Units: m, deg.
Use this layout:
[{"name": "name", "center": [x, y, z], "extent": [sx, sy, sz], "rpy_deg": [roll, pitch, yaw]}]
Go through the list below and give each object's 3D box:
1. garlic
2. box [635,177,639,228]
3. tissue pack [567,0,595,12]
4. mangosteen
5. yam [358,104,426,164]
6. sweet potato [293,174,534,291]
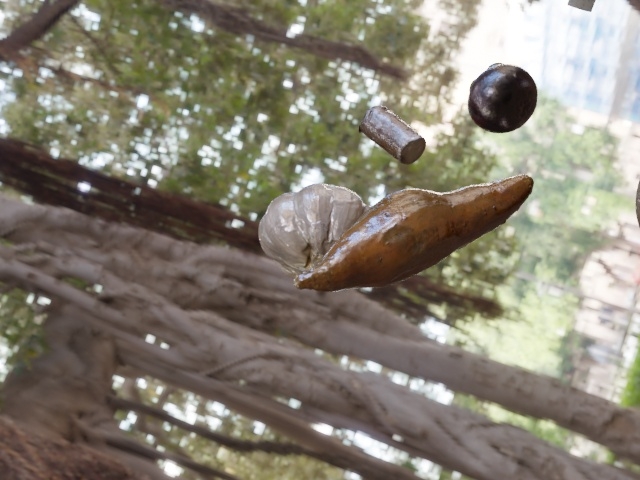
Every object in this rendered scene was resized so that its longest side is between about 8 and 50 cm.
[{"name": "garlic", "center": [0.001, -0.002, 1.852], "extent": [0.228, 0.227, 0.152], "rpy_deg": [83, -172, -53]}, {"name": "box", "center": [0.597, -0.046, 1.337], "extent": [0.216, 0.300, 0.301], "rpy_deg": [-144, 66, -64]}, {"name": "tissue pack", "center": [0.550, -0.521, 2.116], "extent": [0.108, 0.056, 0.023], "rpy_deg": [96, -164, -59]}, {"name": "mangosteen", "center": [0.370, -0.298, 2.121], "extent": [0.152, 0.152, 0.153], "rpy_deg": [18, -90, -72]}, {"name": "yam", "center": [0.150, -0.223, 2.156], "extent": [0.079, 0.141, 0.079], "rpy_deg": [-31, -34, -24]}, {"name": "sweet potato", "center": [0.112, -0.010, 1.301], "extent": [0.359, 0.112, 0.112], "rpy_deg": [-23, -44, -28]}]
